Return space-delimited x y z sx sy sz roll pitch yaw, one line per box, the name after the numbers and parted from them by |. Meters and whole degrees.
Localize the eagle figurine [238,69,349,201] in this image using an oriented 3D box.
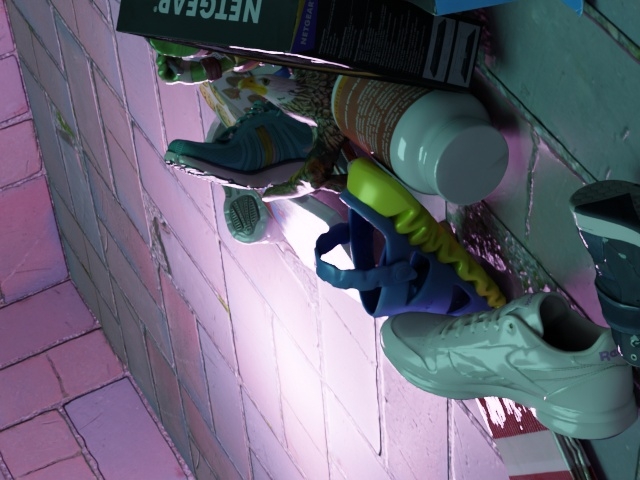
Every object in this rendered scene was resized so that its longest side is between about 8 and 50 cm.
0.000 -0.201 2.044 0.226 0.225 0.298 2 83 28 | eagle figurine

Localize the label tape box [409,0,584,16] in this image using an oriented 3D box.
0.102 -0.355 1.596 0.348 0.115 0.249 44 152 54 | label tape box

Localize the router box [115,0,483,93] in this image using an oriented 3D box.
-0.026 -0.222 1.762 0.309 0.243 0.081 15 96 49 | router box

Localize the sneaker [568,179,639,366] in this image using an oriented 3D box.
0.319 0.045 1.507 0.226 0.086 0.163 29 141 61 | sneaker

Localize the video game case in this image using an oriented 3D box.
0.000 0.000 2.382 0.204 0.025 0.285 56 168 -30 | video game case

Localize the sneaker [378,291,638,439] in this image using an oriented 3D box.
0.200 0.104 1.813 0.305 0.114 0.152 14 123 32 | sneaker

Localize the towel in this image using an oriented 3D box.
0.270 0.269 2.024 0.329 0.037 0.237 67 165 4 | towel

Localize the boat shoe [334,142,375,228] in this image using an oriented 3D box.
0.053 -0.081 2.205 0.043 0.049 0.137 -31 77 30 | boat shoe

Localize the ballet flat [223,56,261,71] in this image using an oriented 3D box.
-0.124 -0.340 2.385 0.068 0.072 0.213 -2 114 42 | ballet flat

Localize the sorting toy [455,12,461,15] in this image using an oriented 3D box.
0.132 -0.248 1.808 0.062 0.012 0.083 33 139 53 | sorting toy

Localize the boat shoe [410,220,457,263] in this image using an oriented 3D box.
0.115 0.040 2.124 0.073 0.073 0.207 58 162 22 | boat shoe

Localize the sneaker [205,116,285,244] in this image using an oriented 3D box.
-0.106 -0.094 2.582 0.115 0.090 0.232 21 -125 -60 | sneaker

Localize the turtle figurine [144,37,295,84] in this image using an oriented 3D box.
-0.165 -0.304 2.215 0.274 0.198 0.266 57 -171 8 | turtle figurine

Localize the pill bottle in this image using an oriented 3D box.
0.110 -0.123 1.848 0.216 0.121 0.121 44 152 52 | pill bottle

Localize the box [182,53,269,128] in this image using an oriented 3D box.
-0.144 -0.234 2.551 0.324 0.063 0.067 53 158 37 | box

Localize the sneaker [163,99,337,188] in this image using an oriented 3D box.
-0.087 -0.127 2.196 0.107 0.275 0.110 16 107 45 | sneaker

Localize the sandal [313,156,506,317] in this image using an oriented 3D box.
0.096 0.035 1.934 0.317 0.138 0.126 41 -179 -40 | sandal
